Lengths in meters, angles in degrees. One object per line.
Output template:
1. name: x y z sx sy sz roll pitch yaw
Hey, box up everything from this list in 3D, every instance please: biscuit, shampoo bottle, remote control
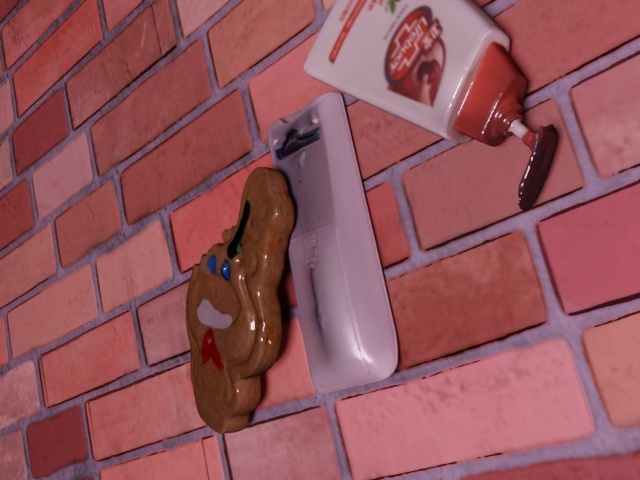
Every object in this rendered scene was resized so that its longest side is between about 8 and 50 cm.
1. biscuit: -0.098 0.068 0.875 0.183 0.047 0.320 50 127 39
2. shampoo bottle: 0.111 -0.149 0.710 0.284 0.071 0.153 47 116 34
3. remote control: 0.000 0.000 0.811 0.109 0.055 0.313 -23 72 39
